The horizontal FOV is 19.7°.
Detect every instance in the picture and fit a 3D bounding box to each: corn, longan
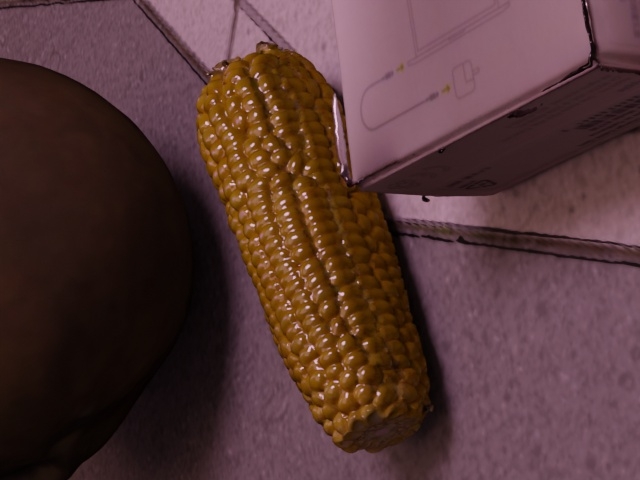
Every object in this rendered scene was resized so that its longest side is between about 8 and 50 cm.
[{"bbox_3d":[-0.004,0.000,1.082,0.091,0.091,0.260,-50,52,42],"label":"corn"},{"bbox_3d":[-0.236,0.030,1.263,0.319,0.319,0.319,-5,84,58],"label":"longan"}]

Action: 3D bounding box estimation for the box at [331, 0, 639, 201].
[{"bbox_3d":[0.090,-0.165,0.918,0.203,0.106,0.252,-28,66,56],"label":"box"}]
